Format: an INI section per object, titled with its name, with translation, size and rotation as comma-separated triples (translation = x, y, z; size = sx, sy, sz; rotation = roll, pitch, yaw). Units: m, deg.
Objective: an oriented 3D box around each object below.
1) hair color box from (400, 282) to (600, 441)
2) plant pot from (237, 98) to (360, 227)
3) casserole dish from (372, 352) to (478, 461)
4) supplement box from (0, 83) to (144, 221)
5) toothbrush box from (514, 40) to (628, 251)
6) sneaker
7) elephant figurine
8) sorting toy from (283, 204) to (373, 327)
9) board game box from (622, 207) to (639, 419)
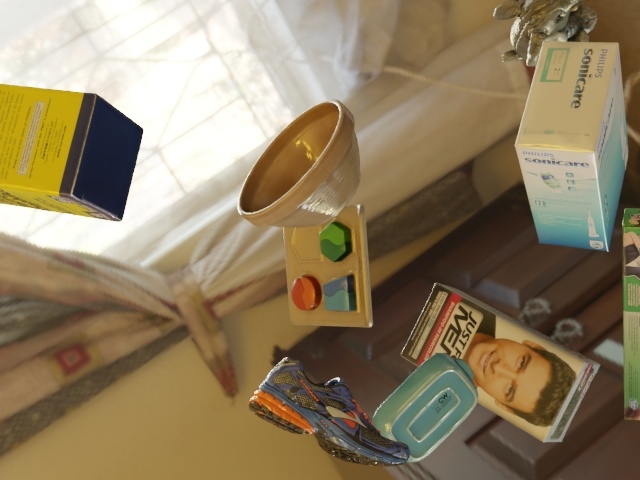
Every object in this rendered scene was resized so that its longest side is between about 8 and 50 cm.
[hair color box]
translation = 0.378, 0.256, 1.996
size = 0.374, 0.185, 0.114
rotation = 29, -174, 33
[plant pot]
translation = -0.014, -0.101, 1.487
size = 0.110, 0.237, 0.237
rotation = 40, 174, -23
[casserole dish]
translation = 0.164, 0.257, 1.410
size = 0.114, 0.188, 0.037
rotation = 50, 171, -20
[supplement box]
translation = -0.547, -0.168, 1.746
size = 0.357, 0.195, 0.194
rotation = 9, 170, 18
[toothbrush box]
translation = 0.422, -0.151, 1.538
size = 0.126, 0.216, 0.295
rotation = 8, 153, 24
[sneaker]
translation = 0.024, 0.217, 1.159
size = 0.221, 0.087, 0.083
rotation = 31, 160, -18
[elephant figurine]
translation = 0.409, -0.412, 1.736
size = 0.169, 0.186, 0.239
rotation = 21, -166, 25
[sorting toy]
translation = 0.000, 0.000, 1.659
size = 0.229, 0.041, 0.307
rotation = -3, 92, 49
[board game box]
translation = 0.493, 0.107, 1.175
size = 0.214, 0.046, 0.317
rotation = 2, 124, 21
